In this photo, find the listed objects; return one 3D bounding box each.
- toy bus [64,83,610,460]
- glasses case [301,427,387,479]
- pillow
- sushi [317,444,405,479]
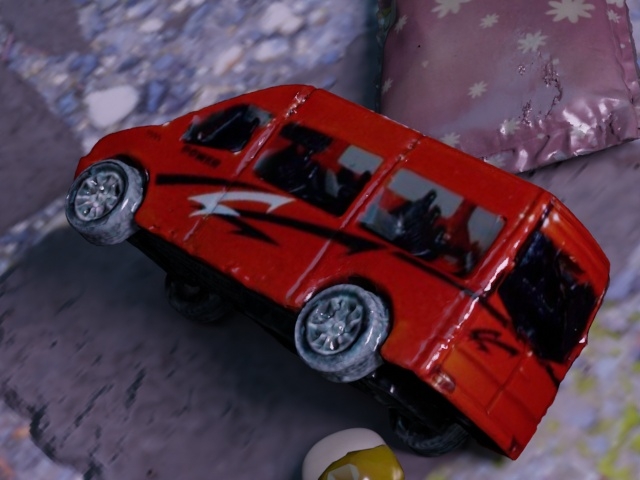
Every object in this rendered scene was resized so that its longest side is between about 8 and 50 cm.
[{"bbox_3d":[0.000,0.000,0.691,0.195,0.081,0.089,26,79,40],"label":"toy bus"},{"bbox_3d":[0.013,0.099,0.653,0.032,0.021,0.083,-22,48,13],"label":"glasses case"},{"bbox_3d":[0.067,-0.096,0.771,0.118,0.043,0.185,-15,48,17],"label":"pillow"},{"bbox_3d":[-0.035,0.156,0.544,0.296,0.167,0.179,-26,73,14],"label":"sushi"}]
